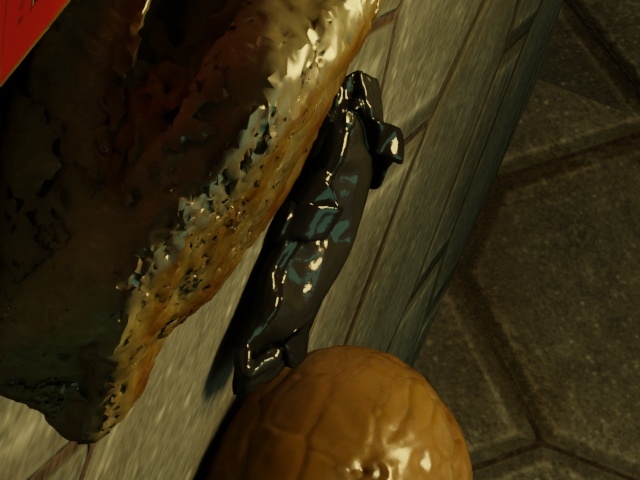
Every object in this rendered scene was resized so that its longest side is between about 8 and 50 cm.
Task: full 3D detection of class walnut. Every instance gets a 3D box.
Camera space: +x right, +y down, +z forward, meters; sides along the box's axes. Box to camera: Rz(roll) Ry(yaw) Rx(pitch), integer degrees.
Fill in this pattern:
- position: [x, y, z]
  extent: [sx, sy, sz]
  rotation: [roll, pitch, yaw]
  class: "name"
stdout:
- position: [0.010, 0.157, 1.187]
  extent: [0.167, 0.167, 0.207]
  rotation: [105, 11, -46]
  class: "walnut"

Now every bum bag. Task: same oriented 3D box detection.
- position: [0.000, 0.000, 1.085]
  extent: [0.087, 0.049, 0.198]
  rotation: [61, 52, -75]
  class: "bum bag"

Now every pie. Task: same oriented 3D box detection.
- position: [-0.042, -0.027, 0.557]
  extent: [0.193, 0.079, 0.163]
  rotation: [-61, 175, -60]
  class: "pie"

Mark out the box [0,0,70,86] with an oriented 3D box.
- position: [-0.070, -0.075, 0.415]
  extent: [0.133, 0.023, 0.090]
  rotation: [-61, 172, -46]
  class: "box"
